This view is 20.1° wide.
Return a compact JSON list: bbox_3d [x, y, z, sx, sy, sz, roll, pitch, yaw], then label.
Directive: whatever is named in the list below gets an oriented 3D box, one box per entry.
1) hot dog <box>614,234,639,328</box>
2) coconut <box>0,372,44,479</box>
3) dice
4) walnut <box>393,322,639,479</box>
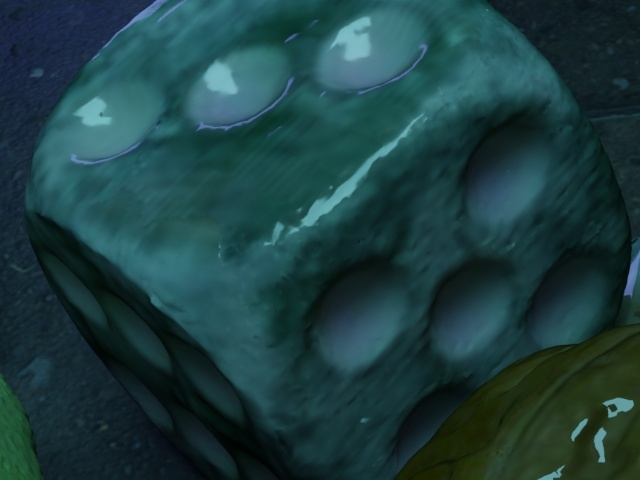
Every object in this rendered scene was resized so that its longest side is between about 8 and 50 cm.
[{"bbox_3d":[0.287,0.083,1.398,0.163,0.081,0.270,4,46,18],"label":"hot dog"},{"bbox_3d":[-0.358,0.218,1.296,0.329,0.281,0.328,-3,81,21],"label":"coconut"},{"bbox_3d":[0.000,0.000,1.350,0.348,0.330,0.328,-45,42,-14],"label":"dice"},{"bbox_3d":[0.199,0.229,1.127,0.354,0.308,0.398,11,52,44],"label":"walnut"}]
